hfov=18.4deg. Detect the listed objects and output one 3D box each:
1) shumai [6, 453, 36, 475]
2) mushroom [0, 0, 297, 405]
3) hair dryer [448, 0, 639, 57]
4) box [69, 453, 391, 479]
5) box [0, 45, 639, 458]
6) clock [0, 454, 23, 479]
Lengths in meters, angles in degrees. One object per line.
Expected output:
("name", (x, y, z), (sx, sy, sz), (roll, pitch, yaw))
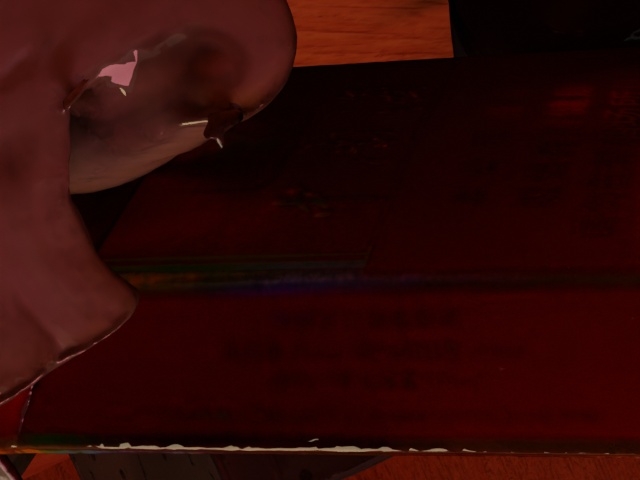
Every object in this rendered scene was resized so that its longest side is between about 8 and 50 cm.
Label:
("shumai", (-0.205, 0.106, 1.161), (0.261, 0.222, 0.225), (-29, 169, 16))
("mushroom", (-0.148, -0.022, 0.700), (0.286, 0.156, 0.151), (-31, -168, -5))
("hair dryer", (0.216, -0.153, 0.986), (0.361, 0.121, 0.301), (-30, 165, -13))
("box", (-0.066, 0.078, 1.360), (0.190, 0.225, 0.297), (-22, 174, -24))
("box", (0.000, 0.000, 0.804), (0.313, 0.089, 0.197), (-2, -151, 17))
("clock", (-0.295, 0.194, 1.016), (0.319, 0.318, 0.080), (-23, -145, -4))
